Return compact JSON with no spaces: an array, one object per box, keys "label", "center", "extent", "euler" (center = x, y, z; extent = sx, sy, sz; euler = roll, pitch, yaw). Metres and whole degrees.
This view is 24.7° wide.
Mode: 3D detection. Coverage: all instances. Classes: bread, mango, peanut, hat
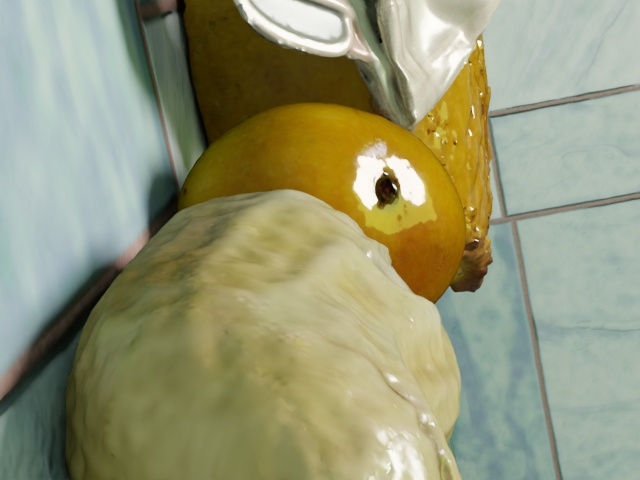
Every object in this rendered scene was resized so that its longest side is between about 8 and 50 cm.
[{"label":"bread","center":[0.030,-0.136,1.173],"extent":[0.398,0.215,0.398],"euler":[-8,90,-81]},{"label":"mango","center":[0.006,-0.001,0.935],"extent":[0.254,0.175,0.139],"euler":[55,37,-72]},{"label":"peanut","center":[-0.028,0.073,0.660],"extent":[0.174,0.158,0.340],"euler":[41,16,-2]},{"label":"hat","center":[0.035,-0.205,0.901],"extent":[0.219,0.226,0.164],"euler":[-56,-169,20]}]
